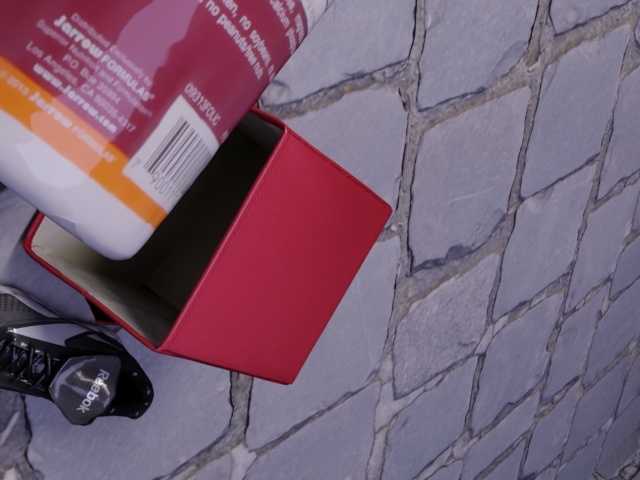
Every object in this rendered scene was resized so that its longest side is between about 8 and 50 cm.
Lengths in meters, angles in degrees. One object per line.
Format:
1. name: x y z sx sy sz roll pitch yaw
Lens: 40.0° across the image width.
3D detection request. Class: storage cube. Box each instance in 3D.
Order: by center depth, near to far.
1. storage cube: -0.090 -0.011 0.743 0.215 0.184 0.193 -60 147 0

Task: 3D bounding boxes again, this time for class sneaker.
1. sneaker: -0.220 0.102 0.728 0.078 0.106 0.234 -59 146 -2

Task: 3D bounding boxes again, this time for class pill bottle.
1. pill bottle: -0.094 -0.204 0.558 0.392 0.224 0.224 -54 145 -8
